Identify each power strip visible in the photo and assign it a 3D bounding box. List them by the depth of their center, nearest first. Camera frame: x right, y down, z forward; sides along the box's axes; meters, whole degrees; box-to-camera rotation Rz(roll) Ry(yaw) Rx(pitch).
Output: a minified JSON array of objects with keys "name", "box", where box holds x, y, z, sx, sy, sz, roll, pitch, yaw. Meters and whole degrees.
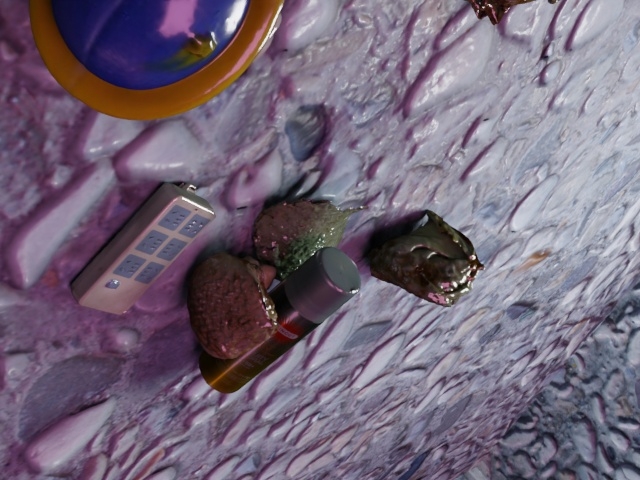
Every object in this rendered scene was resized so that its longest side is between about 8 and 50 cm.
[{"name":"power strip","box":[-0.205,0.011,0.976,0.192,0.035,0.081,-46,152,9]}]

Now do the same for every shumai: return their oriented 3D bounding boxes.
[{"name":"shumai","box":[-0.102,0.073,1.115,0.116,0.145,0.145,-29,156,-57]},{"name":"shumai","box":[0.175,0.023,1.374,0.184,0.184,0.142,25,88,-60]}]

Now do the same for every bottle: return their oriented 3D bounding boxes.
[{"name":"bottle","box":[-0.061,0.116,1.192,0.082,0.082,0.286,-2,147,-50]}]

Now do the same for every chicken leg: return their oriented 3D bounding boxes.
[{"name":"chicken leg","box":[0.257,-0.328,1.026,0.196,0.080,0.125,-29,161,-36]}]

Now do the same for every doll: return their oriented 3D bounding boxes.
[{"name":"doll","box":[-0.074,-0.208,0.628,0.311,0.159,0.242,-48,175,6]}]

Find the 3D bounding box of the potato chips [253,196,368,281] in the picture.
[{"name":"potato chips","box":[-0.004,-0.005,1.172,0.167,0.059,0.228,-44,153,20]}]
